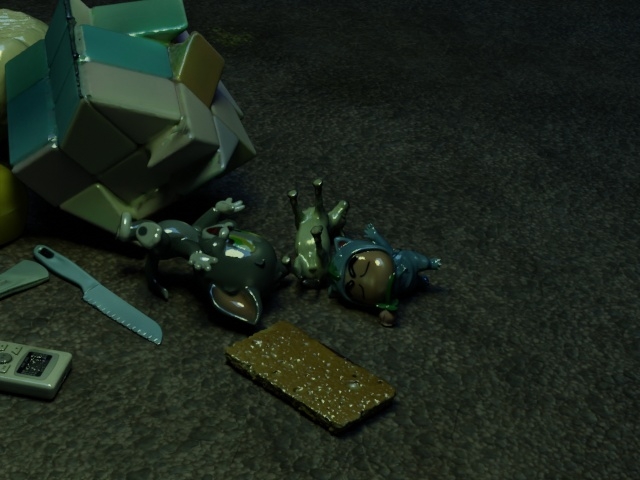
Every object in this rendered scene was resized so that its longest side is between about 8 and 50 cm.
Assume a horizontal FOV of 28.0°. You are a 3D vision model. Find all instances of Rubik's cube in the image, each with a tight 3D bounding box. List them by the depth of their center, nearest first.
[{"bbox_3d":[-0.314,-0.189,2.066,0.358,0.368,0.387,-30,48,18],"label":"Rubik's cube"}]

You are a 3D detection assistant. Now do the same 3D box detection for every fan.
[{"bbox_3d":[-0.504,0.091,1.856,0.057,0.023,0.282,30,36,21],"label":"fan"}]

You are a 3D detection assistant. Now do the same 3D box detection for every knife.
[{"bbox_3d":[-0.337,0.078,1.919,0.313,0.019,0.044,29,44,33],"label":"knife"}]

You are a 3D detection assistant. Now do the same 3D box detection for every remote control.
[{"bbox_3d":[-0.437,0.166,1.728,0.190,0.029,0.087,10,29,6],"label":"remote control"}]

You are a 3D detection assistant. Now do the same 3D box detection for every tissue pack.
[{"bbox_3d":[-0.553,-0.073,2.028,0.178,0.127,0.123,22,31,24],"label":"tissue pack"}]

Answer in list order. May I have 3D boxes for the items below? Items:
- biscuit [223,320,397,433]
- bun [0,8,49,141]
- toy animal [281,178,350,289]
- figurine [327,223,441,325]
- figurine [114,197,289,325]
[{"bbox_3d":[-0.015,0.187,1.780,0.231,0.025,0.131,30,38,35],"label":"biscuit"},{"bbox_3d":[-0.629,-0.283,2.285,0.365,0.219,0.365,-2,23,1],"label":"bun"},{"bbox_3d":[-0.005,0.000,2.035,0.073,0.176,0.217,-6,50,15],"label":"toy animal"},{"bbox_3d":[0.103,0.055,1.965,0.178,0.114,0.144,1,30,-26],"label":"figurine"},{"bbox_3d":[-0.183,0.029,1.915,0.265,0.140,0.193,2,23,5],"label":"figurine"}]
